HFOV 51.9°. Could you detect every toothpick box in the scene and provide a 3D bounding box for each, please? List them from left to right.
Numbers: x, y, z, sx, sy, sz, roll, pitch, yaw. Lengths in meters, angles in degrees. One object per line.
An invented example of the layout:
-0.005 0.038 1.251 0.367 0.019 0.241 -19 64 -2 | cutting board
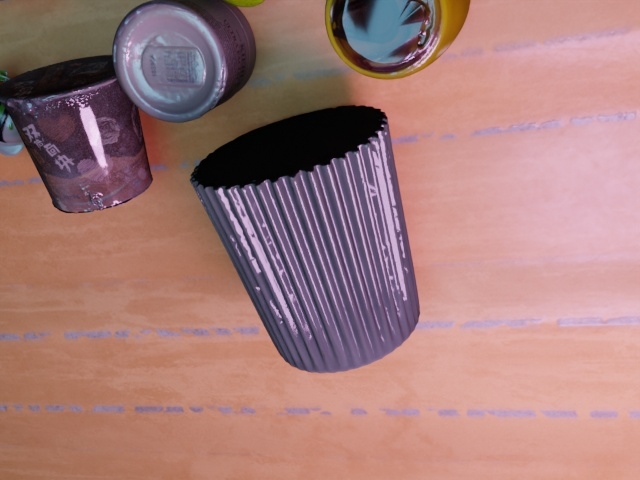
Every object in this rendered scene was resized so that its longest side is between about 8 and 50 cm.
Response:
0.099 -0.298 0.837 0.175 0.271 0.174 6 117 12 | toothpick box

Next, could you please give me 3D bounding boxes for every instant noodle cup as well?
-0.384 -0.172 1.070 0.218 0.217 0.207 0 122 15 | instant noodle cup

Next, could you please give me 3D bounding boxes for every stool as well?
0.000 0.000 1.008 0.297 0.297 0.330 -10 116 19 | stool

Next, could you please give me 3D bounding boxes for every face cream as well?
-0.203 -0.279 0.995 0.177 0.153 0.177 6 117 11 | face cream

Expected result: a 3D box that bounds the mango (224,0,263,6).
-0.164 -0.455 0.903 0.273 0.149 0.185 28 112 -6 | mango

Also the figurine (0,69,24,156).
-0.558 -0.228 1.136 0.192 0.126 0.147 24 101 -11 | figurine
